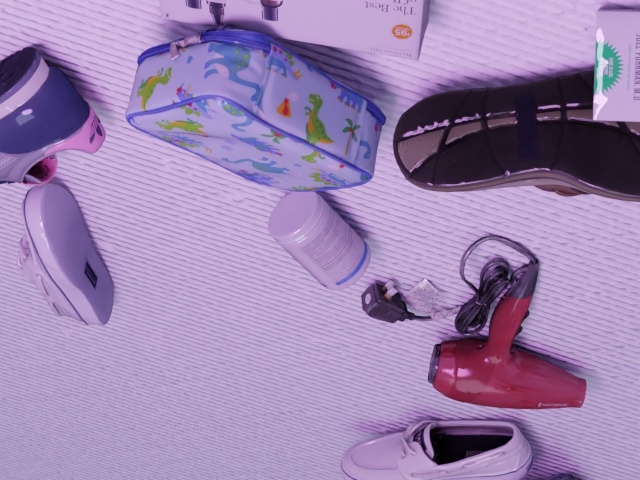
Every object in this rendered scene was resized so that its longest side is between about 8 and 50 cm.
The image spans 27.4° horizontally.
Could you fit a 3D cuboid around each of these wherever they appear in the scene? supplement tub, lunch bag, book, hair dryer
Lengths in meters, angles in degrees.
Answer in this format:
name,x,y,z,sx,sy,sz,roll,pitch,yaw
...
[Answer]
name,x,y,z,sx,sy,sz,roll,pitch,yaw
supplement tub,0.000,0.000,1.450,0.071,0.071,0.107,-14,136,35
lunch bag,-0.064,-0.119,1.246,0.219,0.090,0.176,24,160,-38
book,0.310,-0.150,1.129,0.144,0.035,0.096,3,110,16
hair dryer,0.207,0.123,1.537,0.223,0.080,0.293,-22,131,40

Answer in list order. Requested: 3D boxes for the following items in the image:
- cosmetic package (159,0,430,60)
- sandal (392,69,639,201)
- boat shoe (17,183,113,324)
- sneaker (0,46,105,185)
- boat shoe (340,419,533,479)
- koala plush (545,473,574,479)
name,x,y,z,sx,sy,sz,roll,pitch,yaw
cosmetic package,-0.023,-0.227,1.152,0.239,0.060,0.099,10,146,7
sandal,0.220,-0.094,1.225,0.302,0.120,0.086,3,171,19
boat shoe,-0.324,0.025,1.585,0.084,0.095,0.258,2,142,11
sneaker,-0.365,-0.090,1.425,0.319,0.112,0.131,-20,130,41
boat shoe,0.148,0.285,1.773,0.267,0.096,0.088,-3,137,22
koala plush,0.252,0.405,1.838,0.221,0.203,0.196,1,111,36
